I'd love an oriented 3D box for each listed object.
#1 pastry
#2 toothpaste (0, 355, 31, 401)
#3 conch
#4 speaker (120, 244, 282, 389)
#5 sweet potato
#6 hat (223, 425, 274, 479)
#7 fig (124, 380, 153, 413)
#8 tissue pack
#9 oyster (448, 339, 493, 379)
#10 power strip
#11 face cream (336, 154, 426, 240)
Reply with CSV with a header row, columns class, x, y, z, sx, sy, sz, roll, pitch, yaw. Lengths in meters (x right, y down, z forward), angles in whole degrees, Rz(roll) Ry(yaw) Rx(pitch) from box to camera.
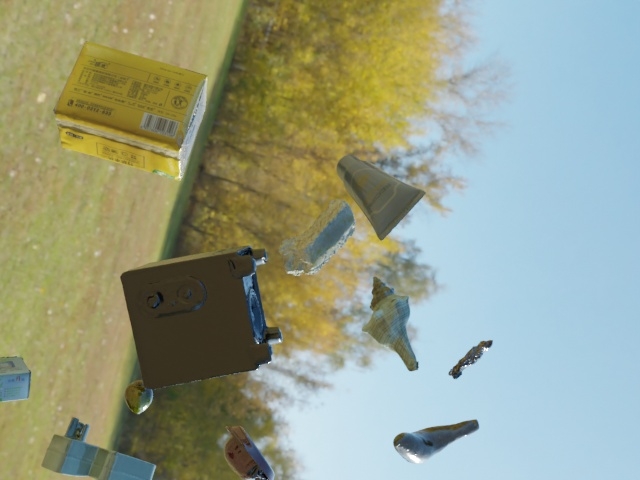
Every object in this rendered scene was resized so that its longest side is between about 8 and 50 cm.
class,x,y,z,sx,sy,sz,roll,pitch,yaw
pastry,-0.001,-0.006,2.196,0.089,0.122,0.258,-1,-149,46
toothpaste,-0.743,0.280,1.603,0.081,0.336,0.067,28,-67,54
conch,0.157,0.202,2.025,0.137,0.114,0.234,-18,-113,58
speaker,-0.220,0.143,1.595,0.184,0.253,0.232,-50,130,-82
sweet potato,0.275,0.510,2.091,0.108,0.346,0.079,-38,-115,39
hat,-0.211,0.605,2.299,0.089,0.205,0.205,-36,179,-14
fig,-0.470,0.409,2.142,0.074,0.073,0.088,-106,-160,-75
tissue pack,-0.554,-0.384,2.462,0.228,0.381,0.293,114,-10,-64
oyster,0.346,0.275,1.916,0.086,0.029,0.132,-30,159,-35
power strip,-0.597,0.568,2.206,0.229,0.261,0.141,2,-113,40
face cream,0.120,-0.114,1.866,0.135,0.086,0.385,-47,-155,5
